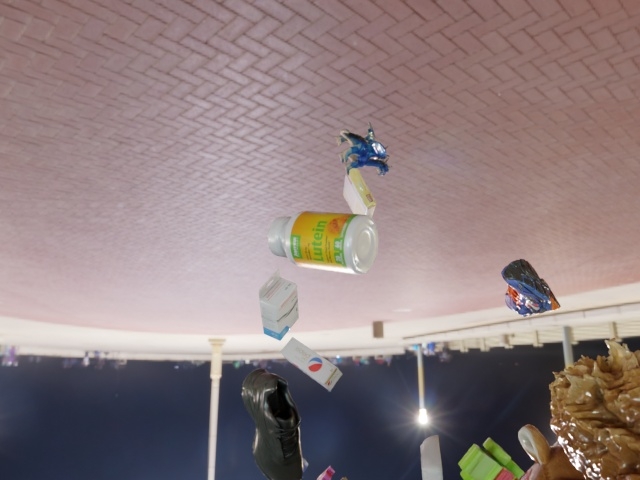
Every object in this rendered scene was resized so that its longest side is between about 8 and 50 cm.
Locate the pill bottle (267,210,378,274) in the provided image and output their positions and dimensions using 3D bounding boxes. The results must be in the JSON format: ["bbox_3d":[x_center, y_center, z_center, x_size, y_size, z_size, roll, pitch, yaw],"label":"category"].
[{"bbox_3d":[0.000,0.000,1.175,0.245,0.136,0.136,6,171,34],"label":"pill bottle"}]

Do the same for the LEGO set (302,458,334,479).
[{"bbox_3d":[-0.079,0.637,1.243,0.227,0.087,0.093,-43,171,0],"label":"LEGO set"}]

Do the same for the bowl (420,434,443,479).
[{"bbox_3d":[0.297,0.611,1.323,0.053,0.142,0.142,-6,-160,11],"label":"bowl"}]

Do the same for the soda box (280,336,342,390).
[{"bbox_3d":[-0.033,0.422,1.709,0.216,0.074,0.069,27,158,35],"label":"soda box"}]

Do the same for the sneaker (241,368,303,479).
[{"bbox_3d":[-0.096,0.442,1.149,0.109,0.286,0.130,-20,-177,-38],"label":"sneaker"}]

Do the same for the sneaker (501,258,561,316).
[{"bbox_3d":[0.408,0.109,0.992,0.087,0.083,0.221,-35,137,21],"label":"sneaker"}]

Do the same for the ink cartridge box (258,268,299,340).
[{"bbox_3d":[-0.114,0.181,1.391,0.060,0.104,0.180,21,135,23],"label":"ink cartridge box"}]

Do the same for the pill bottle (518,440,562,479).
[{"bbox_3d":[0.470,0.472,0.907,0.176,0.319,0.176,29,-161,-11],"label":"pill bottle"}]

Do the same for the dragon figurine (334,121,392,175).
[{"bbox_3d":[0.122,-0.257,1.346,0.144,0.085,0.289,-21,155,0],"label":"dragon figurine"}]

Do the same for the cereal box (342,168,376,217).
[{"bbox_3d":[0.149,-0.164,1.937,0.047,0.173,0.240,-24,165,-8],"label":"cereal box"}]

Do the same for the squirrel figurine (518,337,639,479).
[{"bbox_3d":[0.327,0.323,0.539,0.281,0.397,0.370,24,-163,18],"label":"squirrel figurine"}]

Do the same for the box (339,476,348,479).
[{"bbox_3d":[-0.047,0.545,0.945,0.225,0.036,0.136,-20,150,-40],"label":"box"}]

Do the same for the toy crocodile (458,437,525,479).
[{"bbox_3d":[0.434,0.576,1.199,0.340,0.115,0.105,46,176,-38],"label":"toy crocodile"}]
